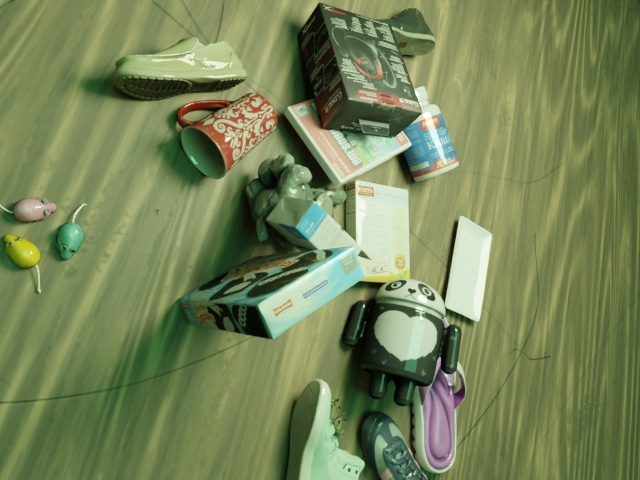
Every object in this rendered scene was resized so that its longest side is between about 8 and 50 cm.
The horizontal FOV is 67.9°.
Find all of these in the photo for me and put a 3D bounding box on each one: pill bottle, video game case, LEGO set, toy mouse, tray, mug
[{"bbox_3d":[0.264,-0.275,1.230,0.124,0.124,0.221,-28,99,-34],"label":"pill bottle"},{"bbox_3d":[0.074,-0.259,1.111,0.285,0.025,0.204,-33,86,-39],"label":"video game case"},{"bbox_3d":[0.032,0.389,1.037,0.054,0.023,0.083,20,59,-33],"label":"LEGO set"},{"bbox_3d":[-0.438,-0.022,0.767,0.143,0.031,0.161,-41,106,-32],"label":"toy mouse"},{"bbox_3d":[0.409,0.079,1.333,0.145,0.030,0.270,26,69,-30],"label":"tray"},{"bbox_3d":[-0.181,-0.227,0.928,0.169,0.113,0.150,-46,111,-34],"label":"mug"}]

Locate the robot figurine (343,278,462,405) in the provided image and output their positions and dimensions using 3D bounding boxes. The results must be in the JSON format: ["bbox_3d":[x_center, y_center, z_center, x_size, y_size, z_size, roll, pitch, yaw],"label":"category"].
[{"bbox_3d":[0.184,0.223,1.069,0.209,0.174,0.277,27,69,-28],"label":"robot figurine"}]

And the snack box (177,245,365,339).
[{"bbox_3d":[-0.098,0.082,0.806,0.187,0.322,0.060,-30,103,-34],"label":"snack box"}]

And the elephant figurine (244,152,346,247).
[{"bbox_3d":[-0.029,-0.059,0.991,0.186,0.169,0.239,-52,132,2],"label":"elephant figurine"}]

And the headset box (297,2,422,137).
[{"bbox_3d":[0.092,-0.371,1.090,0.218,0.110,0.292,-2,68,-34],"label":"headset box"}]

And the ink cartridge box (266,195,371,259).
[{"bbox_3d":[0.000,0.000,0.864,0.180,0.104,0.060,43,74,-34],"label":"ink cartridge box"}]

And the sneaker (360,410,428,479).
[{"bbox_3d":[0.201,0.529,1.061,0.112,0.131,0.318,-31,100,-33],"label":"sneaker"}]

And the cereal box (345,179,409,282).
[{"bbox_3d":[0.140,-0.016,1.152,0.173,0.047,0.239,7,79,-34],"label":"cereal box"}]

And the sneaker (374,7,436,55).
[{"bbox_3d":[0.195,-0.565,1.267,0.222,0.083,0.118,-1,65,-28],"label":"sneaker"}]

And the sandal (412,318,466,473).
[{"bbox_3d":[0.301,0.356,1.173,0.170,0.102,0.415,-1,83,-35],"label":"sandal"}]

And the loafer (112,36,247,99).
[{"bbox_3d":[-0.266,-0.329,0.897,0.269,0.102,0.091,-20,93,-44],"label":"loafer"}]

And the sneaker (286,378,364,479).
[{"bbox_3d":[0.020,0.413,0.976,0.151,0.094,0.255,11,87,-27],"label":"sneaker"}]
